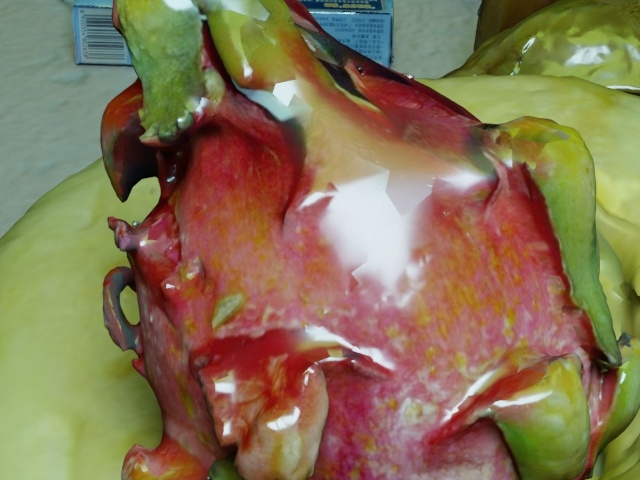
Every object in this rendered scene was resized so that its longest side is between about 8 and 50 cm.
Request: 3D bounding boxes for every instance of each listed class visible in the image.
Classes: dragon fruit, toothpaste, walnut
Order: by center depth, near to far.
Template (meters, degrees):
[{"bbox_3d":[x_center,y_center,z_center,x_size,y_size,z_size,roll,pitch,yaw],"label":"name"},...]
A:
[{"bbox_3d":[0.000,0.000,0.434,0.133,0.150,0.208,-16,82,-40],"label":"dragon fruit"},{"bbox_3d":[0.174,-0.068,0.875,0.245,0.137,0.137,1,36,-6],"label":"walnut"},{"bbox_3d":[-0.052,-0.140,1.028,0.193,0.044,0.070,2,36,0],"label":"toothpaste"}]

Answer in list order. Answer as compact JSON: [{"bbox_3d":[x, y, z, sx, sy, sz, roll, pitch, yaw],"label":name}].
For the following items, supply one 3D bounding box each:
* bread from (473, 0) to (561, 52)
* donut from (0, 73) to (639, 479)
[{"bbox_3d":[0.154,-0.120,0.939,0.126,0.129,0.044,2,36,-5],"label":"bread"},{"bbox_3d":[0.042,0.099,0.571,0.448,0.198,0.449,1,35,-1],"label":"donut"}]
